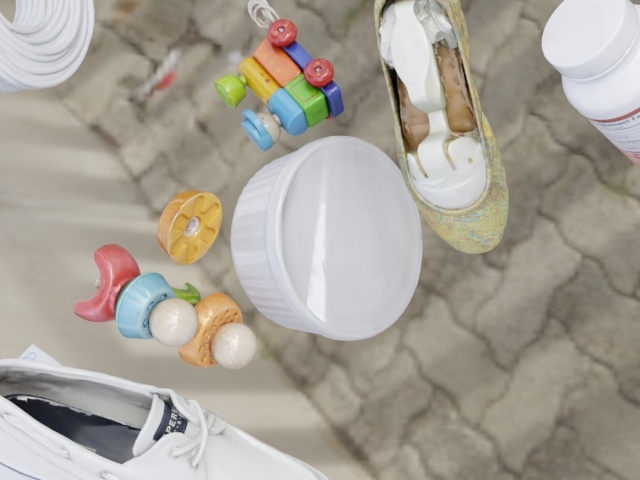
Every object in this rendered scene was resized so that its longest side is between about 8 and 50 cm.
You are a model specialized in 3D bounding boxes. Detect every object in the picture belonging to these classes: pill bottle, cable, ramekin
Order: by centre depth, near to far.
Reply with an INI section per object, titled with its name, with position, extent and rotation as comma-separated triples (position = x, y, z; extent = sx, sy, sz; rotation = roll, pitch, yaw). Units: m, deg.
[pill bottle]
position = 0.311, -0.150, 1.507
extent = 0.121, 0.216, 0.121
rotation = -28, 44, 31
[cable]
position = -0.385, -0.306, 1.900
extent = 0.089, 0.257, 0.257
rotation = -11, 61, 32
[ramekin]
position = 0.000, 0.000, 2.072
extent = 0.127, 0.273, 0.272
rotation = -5, 82, 45

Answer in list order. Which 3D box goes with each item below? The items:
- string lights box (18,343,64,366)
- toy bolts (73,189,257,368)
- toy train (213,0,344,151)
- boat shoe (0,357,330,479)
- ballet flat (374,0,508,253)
[string lights box]
position = -0.311, 0.241, 1.480
extent = 0.259, 0.133, 0.077
rotation = -47, 43, -15
[toy bolts]
position = -0.165, 0.060, 1.946
extent = 0.158, 0.228, 0.218
rotation = 27, 105, 31
[toy train]
position = -0.091, -0.241, 2.185
extent = 0.143, 0.105, 0.248
rotation = -35, 64, -12
[boat shoe]
position = -0.111, 0.144, 1.079
extent = 0.096, 0.268, 0.088
rotation = -67, -6, -46
[ballet flat]
position = 0.130, -0.143, 1.774
extent = 0.123, 0.123, 0.348
rotation = -3, 103, 46
